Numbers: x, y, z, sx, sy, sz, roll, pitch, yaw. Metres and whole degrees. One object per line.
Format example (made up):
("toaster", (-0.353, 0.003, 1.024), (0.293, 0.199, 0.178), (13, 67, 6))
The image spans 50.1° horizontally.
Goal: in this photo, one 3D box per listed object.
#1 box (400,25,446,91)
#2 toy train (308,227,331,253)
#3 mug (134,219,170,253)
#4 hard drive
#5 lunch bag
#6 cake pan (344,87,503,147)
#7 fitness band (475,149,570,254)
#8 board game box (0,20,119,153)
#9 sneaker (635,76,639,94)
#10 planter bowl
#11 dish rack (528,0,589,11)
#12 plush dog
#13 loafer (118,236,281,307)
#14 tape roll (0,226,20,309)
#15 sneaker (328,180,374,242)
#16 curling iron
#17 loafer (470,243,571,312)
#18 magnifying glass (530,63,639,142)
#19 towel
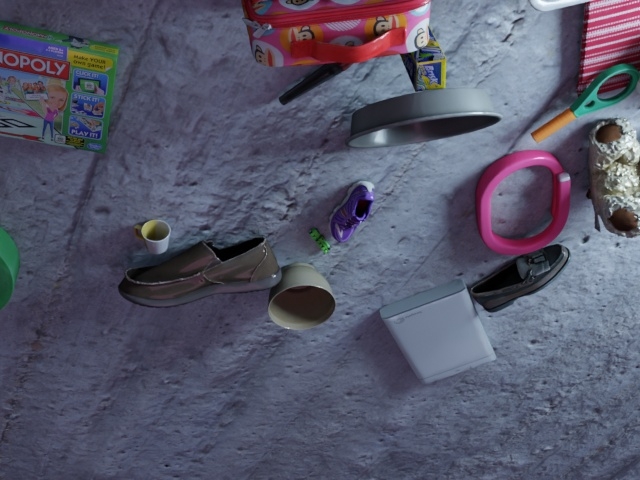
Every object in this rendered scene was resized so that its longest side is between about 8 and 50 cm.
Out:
("box", (0.175, -0.329, 1.202), (0.054, 0.169, 0.059), (-8, 133, -1))
("toy train", (0.000, 0.000, 1.601), (0.023, 0.017, 0.083), (-33, 131, 7))
("mug", (-0.366, -0.008, 1.514), (0.062, 0.078, 0.064), (-29, 152, -28))
("hard drive", (0.332, 0.262, 1.889), (0.233, 0.047, 0.353), (-22, 133, 11))
("lunch bag", (0.023, -0.364, 1.081), (0.293, 0.258, 0.120), (-8, 137, -3))
("cake pan", (0.187, -0.225, 1.275), (0.293, 0.054, 0.293), (-8, 179, 0))
("fitness band", (0.463, -0.079, 1.576), (0.209, 0.054, 0.291), (-13, 133, 3))
("board game box", (-0.535, -0.278, 1.221), (0.317, 0.046, 0.213), (8, 133, -17))
("sneaker", (0.743, -0.346, 1.320), (0.256, 0.094, 0.151), (-6, 130, -24))
("planter bowl", (-0.049, 0.122, 1.646), (0.162, 0.109, 0.162), (-4, 134, -4))
("dish rack", (0.457, -0.529, 1.070), (0.332, 0.072, 0.285), (-18, 134, -17))
("plush dog", (0.704, -0.132, 1.477), (0.225, 0.262, 0.210), (-9, 169, 12))
("loafer", (-0.274, 0.055, 1.551), (0.366, 0.134, 0.130), (-9, 112, -14))
("tape roll", (-0.823, 0.052, 1.471), (0.321, 0.077, 0.321), (-5, 134, -5))
("sneaker", (0.069, -0.055, 1.521), (0.068, 0.071, 0.170), (10, 132, -19))
("curling iron", (0.028, -0.338, 1.267), (0.274, 0.035, 0.068), (-34, 114, 26))
("loafer", (0.498, 0.090, 1.722), (0.084, 0.096, 0.267), (33, 123, -27))
("magnifying glass", (0.532, -0.272, 1.383), (0.231, 0.026, 0.092), (-33, 140, 26))
("towel", (0.587, -0.408, 1.294), (0.199, 0.031, 0.275), (-14, 136, 2))
